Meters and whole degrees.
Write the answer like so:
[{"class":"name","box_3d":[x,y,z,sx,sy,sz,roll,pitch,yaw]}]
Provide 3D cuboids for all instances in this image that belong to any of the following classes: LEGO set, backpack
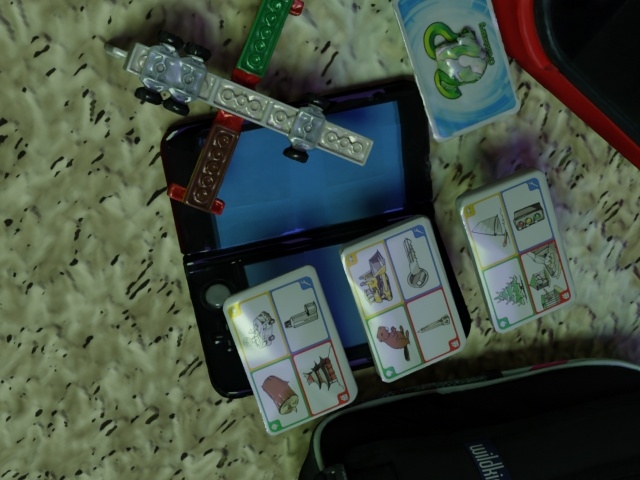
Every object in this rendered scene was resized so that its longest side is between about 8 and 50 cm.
[{"class":"LEGO set","box_3d":[0.011,-0.048,0.551,0.183,0.060,0.244,-23,107,-11]},{"class":"backpack","box_3d":[0.130,0.191,0.642,0.254,0.225,0.191,-14,144,-13]}]

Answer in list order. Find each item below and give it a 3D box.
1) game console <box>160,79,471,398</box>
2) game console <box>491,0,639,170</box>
[{"class":"game console","box_3d":[0.000,0.000,0.574,0.144,0.124,0.085,-13,152,-8]},{"class":"game console","box_3d":[0.306,-0.180,0.580,0.342,0.060,0.386,32,107,-32]}]
